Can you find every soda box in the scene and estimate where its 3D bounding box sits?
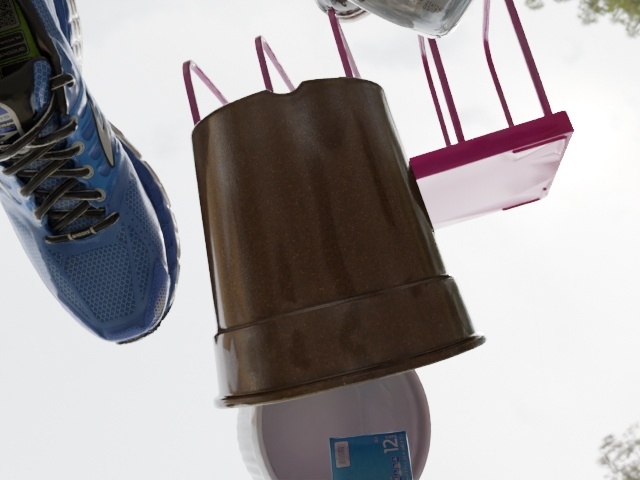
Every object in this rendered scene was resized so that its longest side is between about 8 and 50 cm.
[{"bbox_3d":[0.050,0.264,0.553,0.067,0.071,0.210,-7,-126,4],"label":"soda box"}]

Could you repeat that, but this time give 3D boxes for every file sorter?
[{"bbox_3d":[0.046,-0.103,0.648,0.290,0.202,0.182,-17,-104,9],"label":"file sorter"}]

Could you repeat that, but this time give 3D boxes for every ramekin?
[{"bbox_3d":[0.007,0.199,0.770,0.207,0.109,0.207,9,-109,-25],"label":"ramekin"}]

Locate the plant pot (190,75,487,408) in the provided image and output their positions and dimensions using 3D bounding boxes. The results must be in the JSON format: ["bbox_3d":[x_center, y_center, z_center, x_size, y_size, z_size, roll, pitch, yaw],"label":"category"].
[{"bbox_3d":[0.000,0.000,0.431,0.167,0.167,0.165,-11,-97,-21],"label":"plant pot"}]

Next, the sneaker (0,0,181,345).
[{"bbox_3d":[-0.207,-0.068,0.504,0.130,0.147,0.330,-22,-79,4],"label":"sneaker"}]

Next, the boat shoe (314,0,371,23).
[{"bbox_3d":[-0.020,-0.377,0.688,0.112,0.095,0.335,-23,-99,13],"label":"boat shoe"}]

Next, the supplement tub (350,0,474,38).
[{"bbox_3d":[0.059,-0.199,0.311,0.117,0.190,0.117,27,-155,-13],"label":"supplement tub"}]
